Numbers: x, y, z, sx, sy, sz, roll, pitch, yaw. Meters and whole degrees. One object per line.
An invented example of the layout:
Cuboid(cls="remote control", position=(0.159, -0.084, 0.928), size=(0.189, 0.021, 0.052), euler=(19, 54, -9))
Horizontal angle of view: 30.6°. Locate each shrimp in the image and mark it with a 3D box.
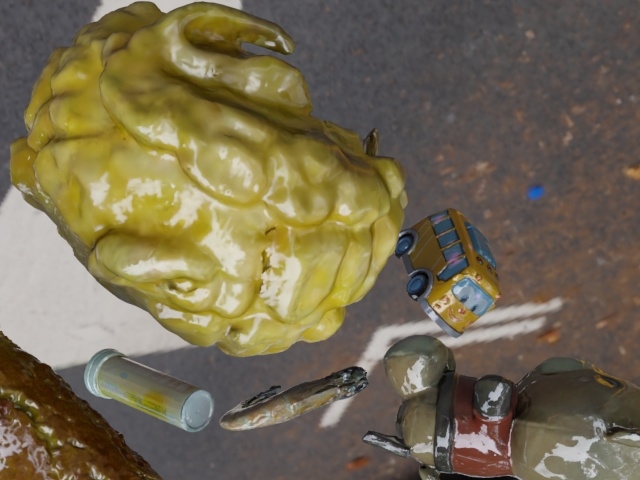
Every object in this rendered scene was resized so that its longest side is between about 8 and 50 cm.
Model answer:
Cuboid(cls="shrimp", position=(-0.038, 0.227, 1.666), size=(0.219, 0.046, 0.152), euler=(-19, 180, -7))

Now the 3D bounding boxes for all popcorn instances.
Cuboid(cls="popcorn", position=(-0.076, -0.041, 0.728), size=(0.190, 0.250, 0.250), euler=(-61, 147, -8))

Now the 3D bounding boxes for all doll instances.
Cuboid(cls="doll", position=(0.223, 0.209, 1.316), size=(0.330, 0.174, 0.235), euler=(8, 165, 15))

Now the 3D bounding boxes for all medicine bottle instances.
Cuboid(cls="medicine bottle", position=(-0.245, 0.215, 1.674), size=(0.074, 0.218, 0.073), euler=(-15, 111, -44))

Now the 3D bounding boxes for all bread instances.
Cuboid(cls="bread", position=(-0.176, 0.129, 0.663), size=(0.103, 0.172, 0.132), euler=(-47, 180, -41))

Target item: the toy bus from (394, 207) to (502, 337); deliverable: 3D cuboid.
Cuboid(cls="toy bus", position=(0.215, 0.046, 1.914), size=(0.136, 0.209, 0.126), euler=(-36, 126, 18))
